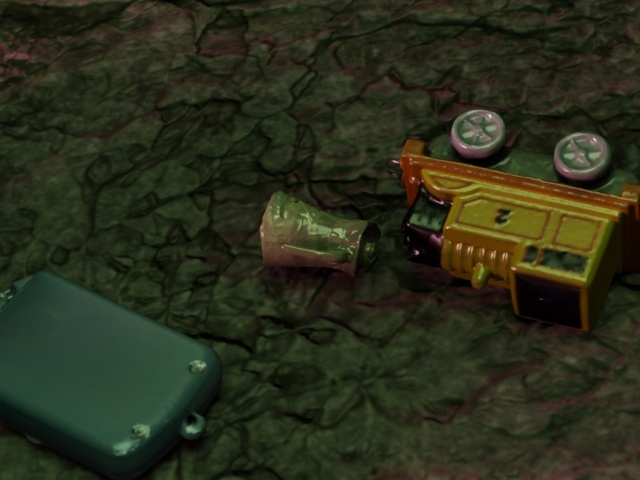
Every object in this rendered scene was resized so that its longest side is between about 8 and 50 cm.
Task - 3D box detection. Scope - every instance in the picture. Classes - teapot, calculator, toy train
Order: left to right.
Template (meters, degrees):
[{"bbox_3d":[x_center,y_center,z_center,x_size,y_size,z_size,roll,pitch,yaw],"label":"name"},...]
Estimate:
[{"bbox_3d":[-0.165,0.091,1.299,0.210,0.039,0.121,22,53,26],"label":"calculator"},{"bbox_3d":[0.000,0.000,1.361,0.083,0.057,0.067,11,20,7],"label":"teapot"},{"bbox_3d":[0.140,-0.013,1.337,0.219,0.089,0.127,13,58,18],"label":"toy train"}]
